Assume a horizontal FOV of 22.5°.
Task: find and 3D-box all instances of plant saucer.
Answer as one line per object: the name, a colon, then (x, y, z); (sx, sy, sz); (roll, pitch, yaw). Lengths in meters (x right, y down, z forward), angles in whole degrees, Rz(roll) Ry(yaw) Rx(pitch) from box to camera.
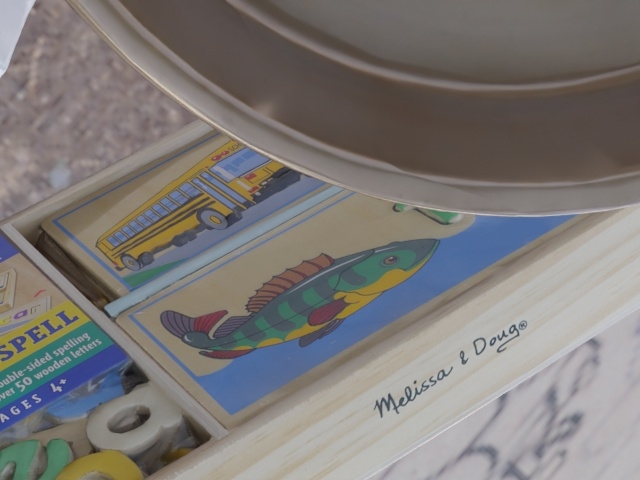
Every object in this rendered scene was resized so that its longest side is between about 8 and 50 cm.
plant saucer: (0.052, -0.140, 0.352); (0.278, 0.278, 0.041); (-56, -164, 16)

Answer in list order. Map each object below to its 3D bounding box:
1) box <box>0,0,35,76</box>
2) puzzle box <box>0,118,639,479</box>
box: (-0.410, -0.262, 1.306); (0.168, 0.345, 0.215); (-34, -147, 38)
puzzle box: (0.000, 0.000, 0.741); (0.409, 0.272, 0.052); (-30, 120, -18)
